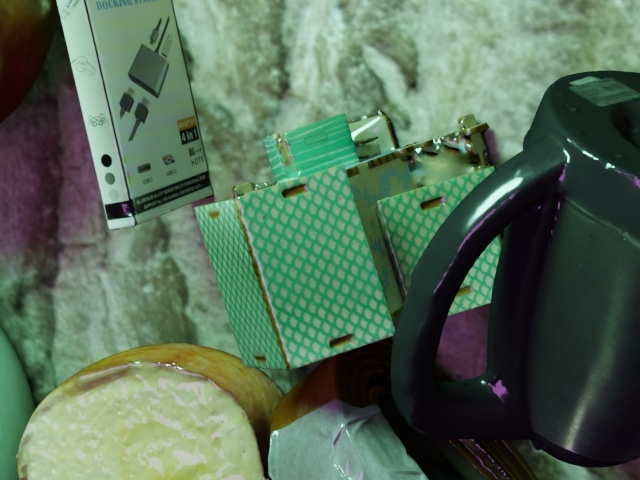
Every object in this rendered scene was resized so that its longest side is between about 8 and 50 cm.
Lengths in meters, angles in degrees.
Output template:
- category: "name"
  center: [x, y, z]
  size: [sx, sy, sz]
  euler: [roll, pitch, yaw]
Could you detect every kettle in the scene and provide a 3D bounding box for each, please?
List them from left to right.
- category: "kettle"
  center: [0.203, 0.050, 0.941]
  size: [0.207, 0.251, 0.271]
  euler: [30, 124, 26]

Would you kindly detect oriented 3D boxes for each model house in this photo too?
- category: "model house"
  center: [0.000, 0.000, 1.046]
  size: [0.271, 0.206, 0.178]
  euler: [-11, 99, 31]

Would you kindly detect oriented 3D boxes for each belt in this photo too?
- category: "belt"
  center: [0.078, 0.201, 1.074]
  size: [0.261, 0.184, 0.105]
  euler: [47, 120, 5]

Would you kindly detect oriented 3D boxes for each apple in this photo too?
- category: "apple"
  center: [-0.104, 0.216, 1.188]
  size: [0.251, 0.163, 0.293]
  euler: [-19, 99, 19]

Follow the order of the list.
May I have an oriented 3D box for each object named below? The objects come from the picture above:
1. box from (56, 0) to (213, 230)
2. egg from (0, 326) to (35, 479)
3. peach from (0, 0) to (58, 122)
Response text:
- category: "box"
  center: [-0.157, -0.140, 1.137]
  size: [0.033, 0.129, 0.247]
  euler: [-6, 101, 28]
- category: "egg"
  center: [-0.401, 0.221, 1.260]
  size: [0.276, 0.276, 0.389]
  euler: [-7, 68, 30]
- category: "peach"
  center: [-0.400, -0.217, 1.185]
  size: [0.380, 0.242, 0.306]
  euler: [-2, 125, 15]
